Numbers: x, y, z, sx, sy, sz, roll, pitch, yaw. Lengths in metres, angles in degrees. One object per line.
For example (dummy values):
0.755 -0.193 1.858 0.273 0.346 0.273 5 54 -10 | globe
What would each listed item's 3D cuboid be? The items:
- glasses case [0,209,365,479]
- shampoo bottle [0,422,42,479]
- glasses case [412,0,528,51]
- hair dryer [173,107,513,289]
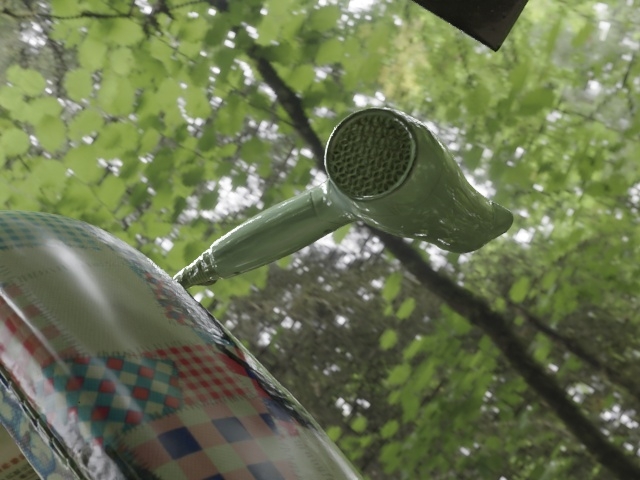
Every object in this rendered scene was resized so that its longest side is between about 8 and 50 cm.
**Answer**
-0.078 0.087 0.571 0.125 0.327 0.076 0 -56 -49 | glasses case
-0.254 0.149 0.904 0.278 0.104 0.104 -30 -53 6 | shampoo bottle
0.051 -0.199 0.756 0.191 0.042 0.072 31 -61 -3 | glasses case
0.000 0.000 0.835 0.237 0.075 0.206 -22 -22 18 | hair dryer
